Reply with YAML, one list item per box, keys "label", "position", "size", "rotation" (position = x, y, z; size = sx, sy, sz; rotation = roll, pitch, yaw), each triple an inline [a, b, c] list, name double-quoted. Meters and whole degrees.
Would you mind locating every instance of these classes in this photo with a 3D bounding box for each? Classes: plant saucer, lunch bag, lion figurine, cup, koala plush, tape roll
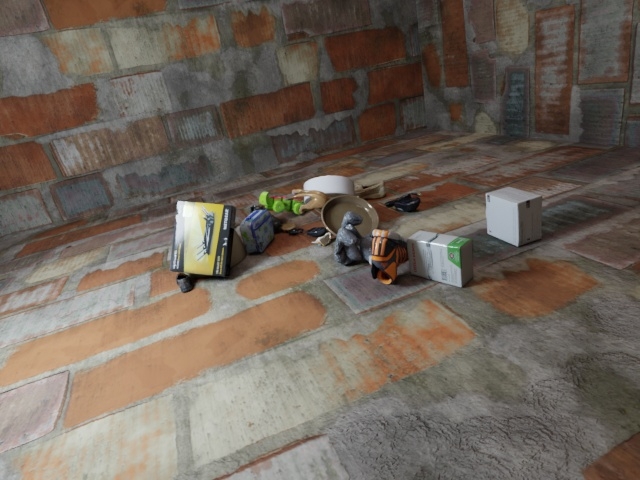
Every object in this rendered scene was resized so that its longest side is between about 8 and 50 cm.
- label: "plant saucer"
  position: [0.139, -0.102, 1.975]
  size: [0.278, 0.041, 0.278]
  rotation: [4, 53, -5]
- label: "lunch bag"
  position: [-0.306, -0.050, 2.052]
  size: [0.090, 0.176, 0.219]
  rotation: [-4, 22, 19]
- label: "lion figurine"
  position: [0.037, -0.179, 2.113]
  size: [0.392, 0.142, 0.240]
  rotation: [8, -6, -43]
- label: "cup"
  position: [-0.540, -0.007, 1.983]
  size: [0.331, 0.237, 0.331]
  rotation: [-10, 23, 4]
- label: "koala plush"
  position: [0.177, 0.025, 1.686]
  size: [0.221, 0.203, 0.196]
  rotation: [14, 36, 6]
- label: "tape roll"
  position: [0.048, -0.262, 2.309]
  size: [0.286, 0.100, 0.286]
  rotation: [-3, -12, -1]

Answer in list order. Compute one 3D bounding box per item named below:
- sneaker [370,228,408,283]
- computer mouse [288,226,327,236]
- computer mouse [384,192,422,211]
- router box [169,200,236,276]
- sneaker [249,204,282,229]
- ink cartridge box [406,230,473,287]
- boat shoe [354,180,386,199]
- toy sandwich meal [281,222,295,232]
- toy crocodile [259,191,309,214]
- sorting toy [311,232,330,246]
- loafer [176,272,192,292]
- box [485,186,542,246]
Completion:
- label: "sneaker"
  position: [0.265, 0.073, 1.551]
  size: [0.124, 0.180, 0.321]
  rotation: [8, -5, 38]
- label: "computer mouse"
  position: [-0.066, -0.035, 2.097]
  size: [0.242, 0.041, 0.071]
  rotation: [0, 25, 42]
- label: "computer mouse"
  position: [0.472, -0.198, 2.195]
  size: [0.184, 0.060, 0.262]
  rotation: [-23, 13, -17]
- label: "router box"
  position: [-0.505, -0.007, 1.810]
  size: [0.243, 0.309, 0.081]
  rotation: [5, -4, 4]
- label: "sneaker"
  position: [-0.314, -0.122, 2.293]
  size: [0.109, 0.130, 0.286]
  rotation: [-31, 30, -30]
- label: "ink cartridge box"
  position: [0.416, 0.059, 1.463]
  size: [0.087, 0.153, 0.208]
  rotation: [-28, 28, -37]
- label: "boat shoe"
  position: [0.232, -0.290, 2.474]
  size: [0.302, 0.098, 0.109]
  rotation: [-7, 22, 10]
- label: "toy sandwich meal"
  position: [-0.169, -0.067, 2.226]
  size: [0.085, 0.029, 0.085]
  rotation: [-8, 26, 4]
- label: "toy crocodile"
  position: [-0.198, -0.210, 2.383]
  size: [0.340, 0.105, 0.115]
  rotation: [3, 9, -39]
- label: "sorting toy"
  position: [0.000, 0.000, 1.965]
  size: [0.075, 0.045, 0.083]
  rotation: [-1, 24, 42]
- label: "loafer"
  position: [-0.597, 0.166, 1.820]
  size: [0.062, 0.061, 0.170]
  rotation: [-23, 24, -23]
- label: "box"
  position: [0.753, -0.097, 1.638]
  size: [0.119, 0.181, 0.182]
  rotation: [-17, 23, -13]
